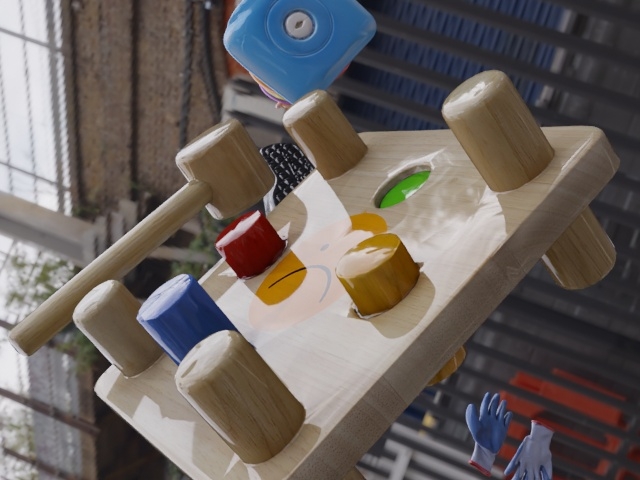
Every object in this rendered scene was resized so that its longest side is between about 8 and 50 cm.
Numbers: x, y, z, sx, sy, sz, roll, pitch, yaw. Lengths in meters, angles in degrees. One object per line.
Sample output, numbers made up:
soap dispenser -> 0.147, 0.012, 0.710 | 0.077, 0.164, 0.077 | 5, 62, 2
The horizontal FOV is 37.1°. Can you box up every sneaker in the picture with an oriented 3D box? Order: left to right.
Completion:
sneaker -> -0.031, -0.045, 1.277 | 0.234, 0.084, 0.097 | -107, 14, -56

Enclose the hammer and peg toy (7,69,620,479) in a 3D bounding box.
hammer and peg toy -> -0.026, 0.027, 0.579 | 0.266, 0.127, 0.361 | -45, 23, -18

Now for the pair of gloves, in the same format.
pair of gloves -> 0.341, 0.370, 1.724 | 0.023, 0.198, 0.159 | -46, 16, 54

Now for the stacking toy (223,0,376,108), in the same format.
stacking toy -> -0.039, -0.262, 1.414 | 0.175, 0.166, 0.302 | -49, -3, -10
